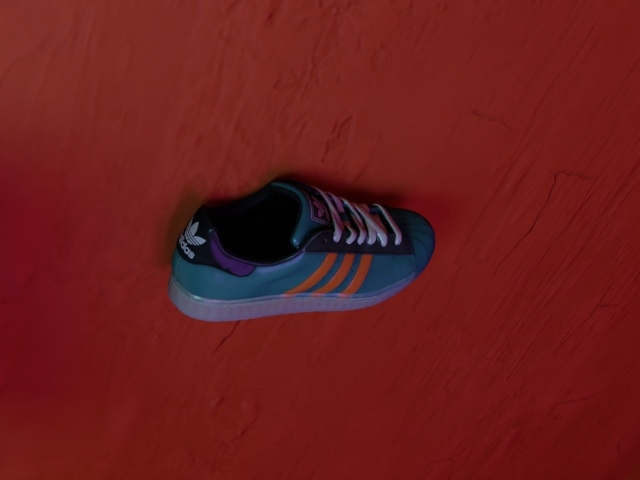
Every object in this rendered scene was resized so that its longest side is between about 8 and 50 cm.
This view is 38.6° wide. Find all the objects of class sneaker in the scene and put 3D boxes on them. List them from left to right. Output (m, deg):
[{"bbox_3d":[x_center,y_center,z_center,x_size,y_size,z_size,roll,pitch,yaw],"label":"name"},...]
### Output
[{"bbox_3d":[0.000,0.000,0.919,0.302,0.108,0.121,-10,143,-29],"label":"sneaker"}]
